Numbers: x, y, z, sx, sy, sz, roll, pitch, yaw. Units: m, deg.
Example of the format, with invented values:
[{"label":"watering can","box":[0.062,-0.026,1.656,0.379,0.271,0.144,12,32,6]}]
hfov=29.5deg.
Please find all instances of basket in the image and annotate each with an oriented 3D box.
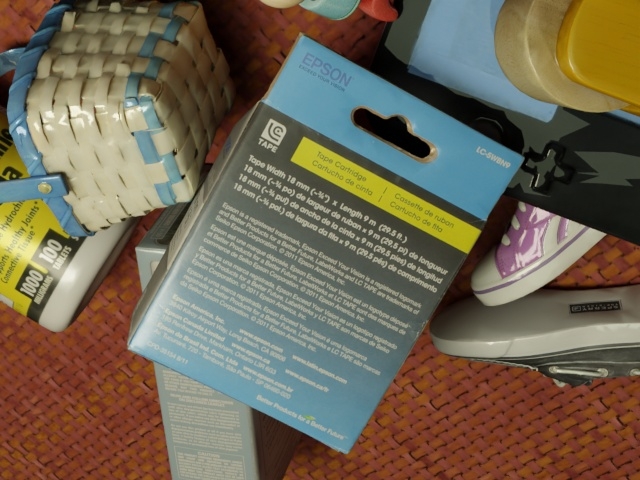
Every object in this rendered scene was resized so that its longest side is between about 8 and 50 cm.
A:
[{"label":"basket","box":[-0.249,-0.123,1.215,0.289,0.254,0.201,1,134,16]}]

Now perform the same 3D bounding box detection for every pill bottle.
[{"label":"pill bottle","box":[-0.382,-0.056,1.360,0.334,0.188,0.188,31,125,-4]}]

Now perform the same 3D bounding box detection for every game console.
[{"label":"game console","box":[0.247,-0.211,1.089,0.342,0.060,0.386,22,111,4]}]

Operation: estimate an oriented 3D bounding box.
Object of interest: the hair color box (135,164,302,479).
[{"label":"hair color box","box":[-0.103,0.121,1.389,0.114,0.185,0.374,6,123,14]}]

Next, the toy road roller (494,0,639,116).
[{"label":"toy road roller","box":[0.326,-0.193,0.967,0.330,0.202,0.240,16,98,-6]}]

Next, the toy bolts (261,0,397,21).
[{"label":"toy bolts","box":[-0.037,-0.269,1.077,0.228,0.159,0.218,57,139,27]}]

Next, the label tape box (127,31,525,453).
[{"label":"label tape box","box":[0.000,0.000,1.152,0.241,0.106,0.333,28,102,-11]}]

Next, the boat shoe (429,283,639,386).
[{"label":"boat shoe","box":[0.272,0.112,1.322,0.301,0.108,0.102,-6,118,13]}]

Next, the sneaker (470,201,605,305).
[{"label":"sneaker","box":[0.228,-0.064,1.227,0.161,0.102,0.282,44,113,-9]}]

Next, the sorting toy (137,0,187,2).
[{"label":"sorting toy","box":[-0.166,-0.235,1.274,0.061,0.042,0.102,-9,132,40]}]
